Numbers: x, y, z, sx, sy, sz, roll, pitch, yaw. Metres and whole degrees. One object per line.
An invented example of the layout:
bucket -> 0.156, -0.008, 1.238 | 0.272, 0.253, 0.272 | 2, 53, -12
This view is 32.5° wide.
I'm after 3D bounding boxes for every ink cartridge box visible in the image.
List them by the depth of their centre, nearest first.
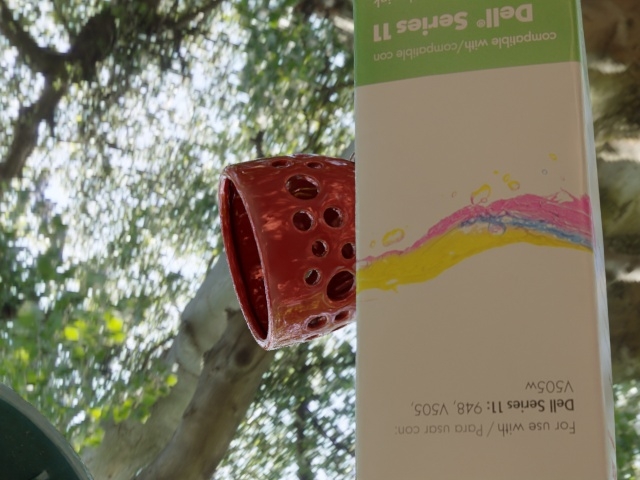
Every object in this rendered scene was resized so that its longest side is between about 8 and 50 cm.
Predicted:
ink cartridge box -> 0.094, 0.050, 0.592 | 0.119, 0.207, 0.353 | -4, -107, 15

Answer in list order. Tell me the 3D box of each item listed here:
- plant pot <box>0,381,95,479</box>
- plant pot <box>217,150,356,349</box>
plant pot -> -0.387, 0.315, 0.870 | 0.341, 0.334, 0.341 | 44, -153, -30
plant pot -> 0.000, 0.000, 1.117 | 0.174, 0.191, 0.191 | -14, -108, -17
